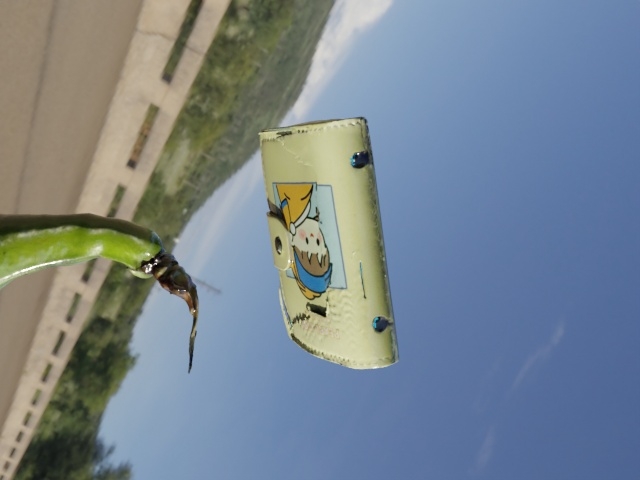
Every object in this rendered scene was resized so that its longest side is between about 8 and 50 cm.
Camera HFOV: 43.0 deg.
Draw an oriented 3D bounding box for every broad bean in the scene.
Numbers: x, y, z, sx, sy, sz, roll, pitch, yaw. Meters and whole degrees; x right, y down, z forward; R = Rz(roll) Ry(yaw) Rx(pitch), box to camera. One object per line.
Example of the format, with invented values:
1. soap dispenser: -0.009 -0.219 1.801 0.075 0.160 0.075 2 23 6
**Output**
1. broad bean: -0.233 0.023 0.548 0.056 0.318 0.098 74 22 -60

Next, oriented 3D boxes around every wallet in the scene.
1. wallet: 0.000 0.000 0.532 0.110 0.039 0.155 6 -73 58
